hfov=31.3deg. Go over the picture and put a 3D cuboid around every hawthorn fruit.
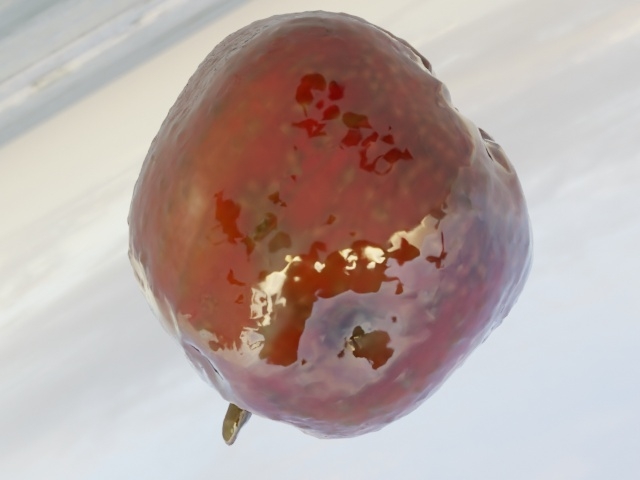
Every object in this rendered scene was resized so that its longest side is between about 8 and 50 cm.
[{"bbox_3d":[0.000,0.000,0.760,0.299,0.275,0.275,-63,-166,0],"label":"hawthorn fruit"}]
